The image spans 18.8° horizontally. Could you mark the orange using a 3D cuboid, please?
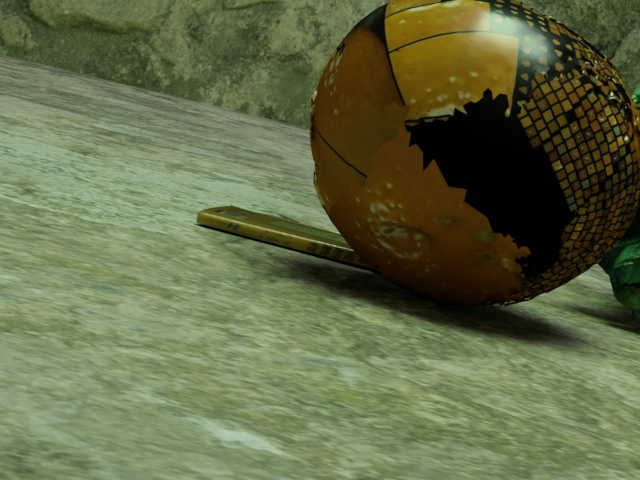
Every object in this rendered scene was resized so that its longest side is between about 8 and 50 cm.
[{"bbox_3d":[0.100,-0.061,1.286,0.234,0.182,0.234,32,-24,16],"label":"orange"}]

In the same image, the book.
[{"bbox_3d":[0.000,0.000,1.459,0.172,0.012,0.118,14,6,9],"label":"book"}]

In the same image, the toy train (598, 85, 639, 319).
[{"bbox_3d":[0.306,-0.058,1.509,0.126,0.189,0.307,51,34,-11],"label":"toy train"}]
